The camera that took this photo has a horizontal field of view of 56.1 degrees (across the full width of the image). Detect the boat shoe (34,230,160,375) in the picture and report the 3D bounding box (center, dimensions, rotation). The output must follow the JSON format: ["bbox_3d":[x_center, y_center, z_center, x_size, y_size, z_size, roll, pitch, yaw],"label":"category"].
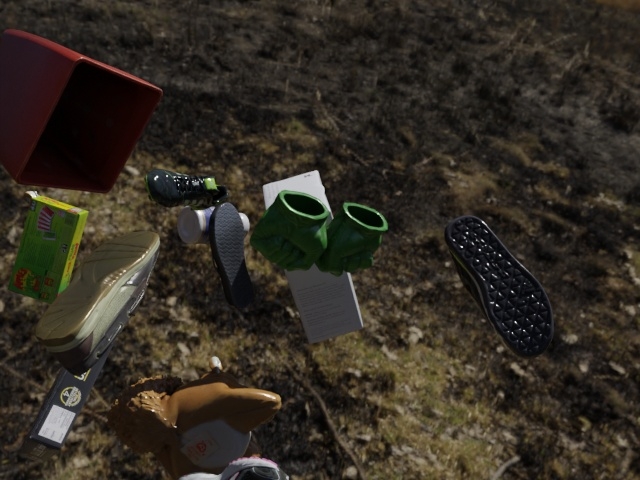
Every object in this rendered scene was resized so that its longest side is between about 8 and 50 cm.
[{"bbox_3d":[-0.253,0.068,0.716,0.080,0.073,0.223,-2,31,13],"label":"boat shoe"}]

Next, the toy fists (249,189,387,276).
[{"bbox_3d":[0.000,0.000,1.155,0.279,0.142,0.096,8,41,-36],"label":"toy fists"}]

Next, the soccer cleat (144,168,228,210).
[{"bbox_3d":[-0.200,-0.080,0.908,0.072,0.060,0.179,-17,-7,14],"label":"soccer cleat"}]

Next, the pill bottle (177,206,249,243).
[{"bbox_3d":[-0.264,-0.038,1.506,0.094,0.094,0.169,33,20,37],"label":"pill bottle"}]

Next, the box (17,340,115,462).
[{"bbox_3d":[-0.722,0.421,1.737,0.097,0.318,0.395,30,53,-19],"label":"box"}]

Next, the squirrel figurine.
[{"bbox_3d":[-0.311,0.409,1.474,0.397,0.281,0.370,13,7,-9],"label":"squirrel figurine"}]

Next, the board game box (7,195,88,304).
[{"bbox_3d":[-0.504,0.019,1.113,0.092,0.181,0.043,19,9,-2],"label":"board game box"}]

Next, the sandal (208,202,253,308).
[{"bbox_3d":[-0.216,0.040,1.371,0.054,0.255,0.097,7,24,34],"label":"sandal"}]

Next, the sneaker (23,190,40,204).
[{"bbox_3d":[-0.662,-0.085,1.423,0.083,0.032,0.037,51,22,-1],"label":"sneaker"}]

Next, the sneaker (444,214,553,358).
[{"bbox_3d":[0.256,0.065,0.866,0.084,0.097,0.235,-23,61,1],"label":"sneaker"}]

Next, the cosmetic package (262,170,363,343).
[{"bbox_3d":[-0.017,0.045,1.531,0.156,0.385,0.217,-17,32,1],"label":"cosmetic package"}]

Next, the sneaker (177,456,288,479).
[{"bbox_3d":[-0.121,0.353,0.810,0.178,0.072,0.077,-25,37,23],"label":"sneaker"}]

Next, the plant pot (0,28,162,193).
[{"bbox_3d":[-0.543,-0.278,1.238,0.235,0.267,0.267,35,11,16],"label":"plant pot"}]
